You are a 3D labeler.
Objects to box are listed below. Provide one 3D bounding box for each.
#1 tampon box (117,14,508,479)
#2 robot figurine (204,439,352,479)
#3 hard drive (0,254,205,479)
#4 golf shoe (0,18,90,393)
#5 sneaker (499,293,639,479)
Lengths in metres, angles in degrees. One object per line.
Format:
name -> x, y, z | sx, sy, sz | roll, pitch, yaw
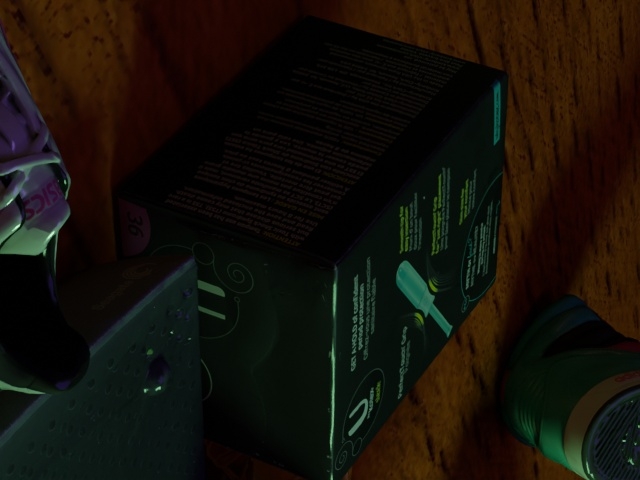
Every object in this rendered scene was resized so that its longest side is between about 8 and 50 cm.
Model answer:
tampon box -> 0.000, 0.000, 0.738 | 0.161, 0.101, 0.120 | -47, 147, -45
robot figurine -> -0.018, 0.218, 0.830 | 0.211, 0.085, 0.291 | -103, -166, -56
hard drive -> -0.124, 0.127, 0.608 | 0.254, 0.054, 0.172 | -50, 150, -45
golf shoe -> -0.103, -0.035, 0.489 | 0.067, 0.086, 0.186 | -49, 148, -42
sneaker -> 0.249, 0.117, 1.318 | 0.295, 0.178, 0.123 | 4, 106, -38
